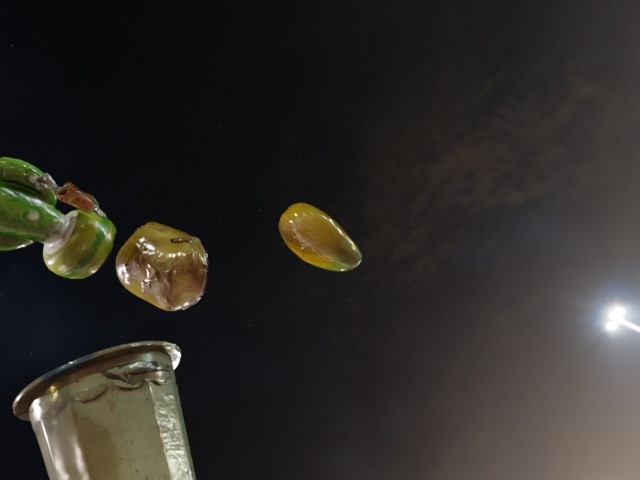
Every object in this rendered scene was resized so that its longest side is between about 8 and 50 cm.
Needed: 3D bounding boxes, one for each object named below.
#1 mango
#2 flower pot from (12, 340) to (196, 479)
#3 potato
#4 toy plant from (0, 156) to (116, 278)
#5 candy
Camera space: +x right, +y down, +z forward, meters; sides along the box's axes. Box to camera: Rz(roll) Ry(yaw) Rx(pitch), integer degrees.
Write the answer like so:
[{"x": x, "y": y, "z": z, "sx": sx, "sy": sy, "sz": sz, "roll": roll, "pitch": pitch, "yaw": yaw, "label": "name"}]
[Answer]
[{"x": 0.000, "y": 0.000, "z": 0.884, "sx": 0.194, "sy": 0.130, "sz": 0.092, "roll": 29, "pitch": -127, "yaw": -9, "label": "mango"}, {"x": -0.255, "y": 0.269, "z": 0.552, "sx": 0.212, "sy": 0.203, "sz": 0.212, "roll": -27, "pitch": -23, "yaw": -12, "label": "flower pot"}, {"x": -0.477, "y": 0.080, "z": 1.230, "sx": 0.196, "sy": 0.299, "sz": 0.247, "roll": 3, "pitch": -78, "yaw": -42, "label": "potato"}, {"x": -0.686, "y": -0.040, "z": 1.019, "sx": 0.224, "sy": 0.184, "sz": 0.316, "roll": -53, "pitch": -45, "yaw": -7, "label": "toy plant"}, {"x": -0.566, "y": -0.102, "z": 0.968, "sx": 0.046, "sy": 0.053, "sz": 0.182, "roll": -51, "pitch": -29, "yaw": -2, "label": "candy"}]
